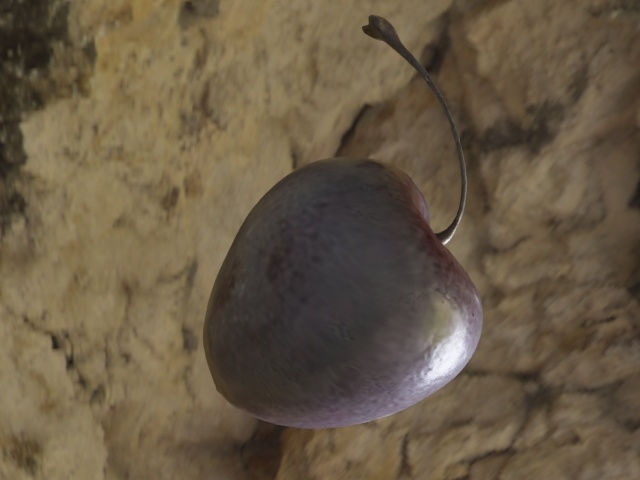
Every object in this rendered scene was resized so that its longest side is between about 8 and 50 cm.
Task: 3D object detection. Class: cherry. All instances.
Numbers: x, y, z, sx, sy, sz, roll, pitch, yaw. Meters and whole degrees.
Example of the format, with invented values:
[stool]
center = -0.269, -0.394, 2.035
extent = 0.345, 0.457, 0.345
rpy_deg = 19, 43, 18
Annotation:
[cherry]
center = -0.004, 0.005, 0.809
extent = 0.115, 0.148, 0.188
rpy_deg = -3, -126, -43
